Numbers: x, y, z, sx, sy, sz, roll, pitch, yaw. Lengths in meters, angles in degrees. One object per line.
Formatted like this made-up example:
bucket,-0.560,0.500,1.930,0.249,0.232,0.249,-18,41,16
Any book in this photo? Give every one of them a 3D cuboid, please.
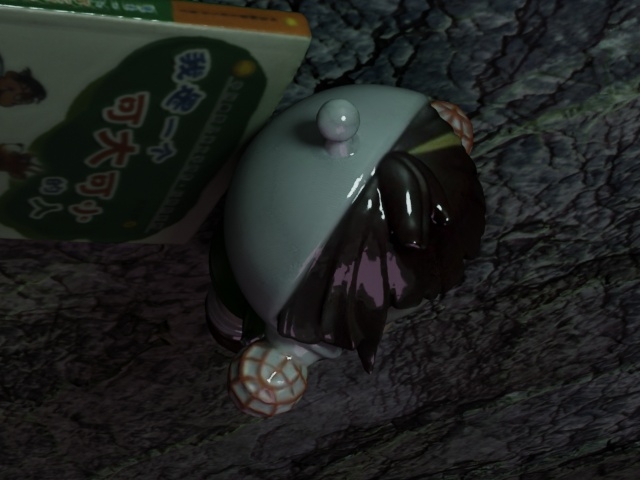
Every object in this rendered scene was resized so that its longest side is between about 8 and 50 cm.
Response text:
book,-0.221,-0.081,1.049,0.371,0.043,0.260,2,149,-25

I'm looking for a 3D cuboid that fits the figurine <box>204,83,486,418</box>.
figurine,0.000,0.000,1.137,0.167,0.281,0.370,37,158,-5
